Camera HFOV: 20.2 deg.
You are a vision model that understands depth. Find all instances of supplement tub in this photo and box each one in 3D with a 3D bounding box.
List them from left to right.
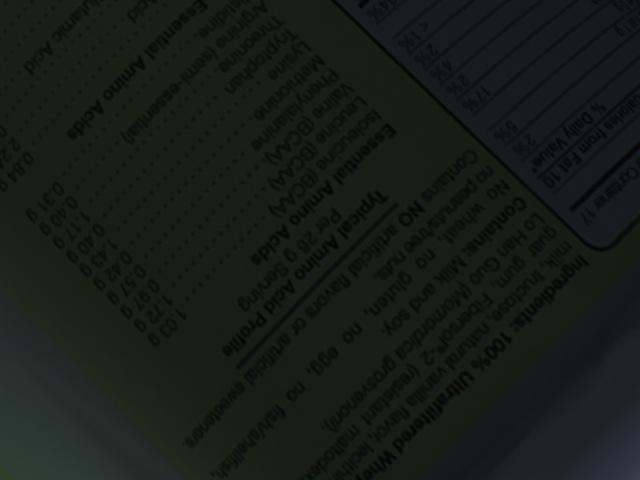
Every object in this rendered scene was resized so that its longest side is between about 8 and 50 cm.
[{"bbox_3d":[0.000,0.000,0.507,0.235,0.325,0.235,-45,173,-7],"label":"supplement tub"}]
